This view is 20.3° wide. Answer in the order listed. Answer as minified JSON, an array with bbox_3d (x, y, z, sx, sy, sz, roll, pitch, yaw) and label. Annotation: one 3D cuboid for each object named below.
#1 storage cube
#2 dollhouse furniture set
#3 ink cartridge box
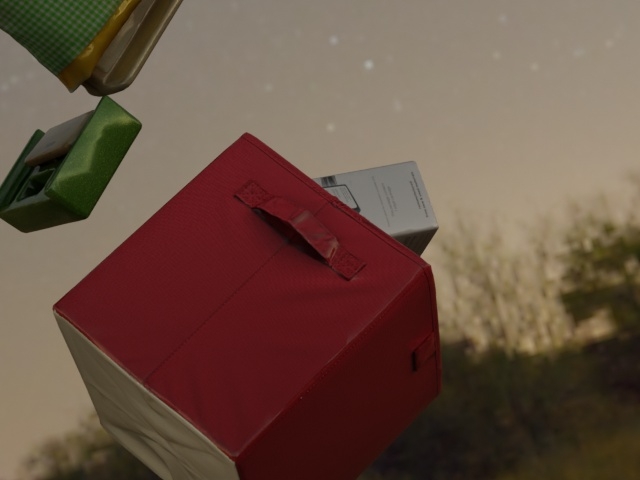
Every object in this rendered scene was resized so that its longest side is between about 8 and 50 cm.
[{"bbox_3d":[-0.045,0.081,1.271,0.193,0.183,0.215,-43,-26,-21],"label":"storage cube"},{"bbox_3d":[-0.228,-0.184,1.493,0.197,0.301,0.151,36,-22,-20],"label":"dollhouse furniture set"},{"bbox_3d":[0.000,0.000,1.739,0.190,0.082,0.139,-12,-22,-19],"label":"ink cartridge box"}]
